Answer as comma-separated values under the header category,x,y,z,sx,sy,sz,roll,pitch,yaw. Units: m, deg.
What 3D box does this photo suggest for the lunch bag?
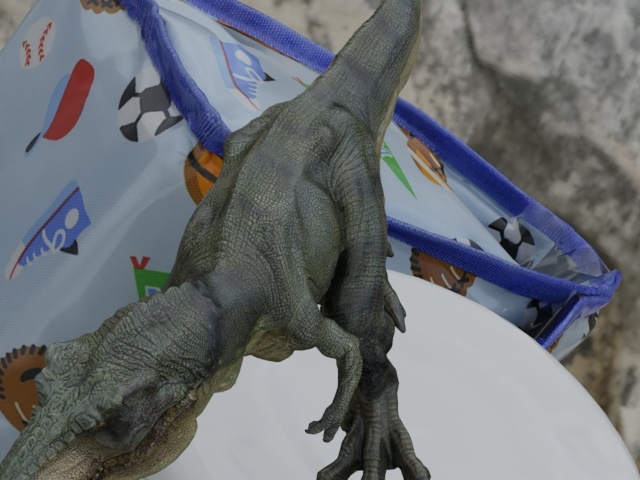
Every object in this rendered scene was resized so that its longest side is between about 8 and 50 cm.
category,x,y,z,sx,sy,sz,roll,pitch,yaw
lunch bag,-0.042,0.066,0.845,0.385,0.328,0.239,26,25,-43

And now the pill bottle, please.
category,x,y,z,sx,sy,sz,roll,pitch,yaw
pill bottle,-0.027,0.203,0.629,0.204,0.361,0.204,17,32,-11

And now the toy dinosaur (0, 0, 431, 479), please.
category,x,y,z,sx,sy,sz,roll,pitch,yaw
toy dinosaur,0.000,0.000,0.419,0.064,0.118,0.268,-1,38,21
